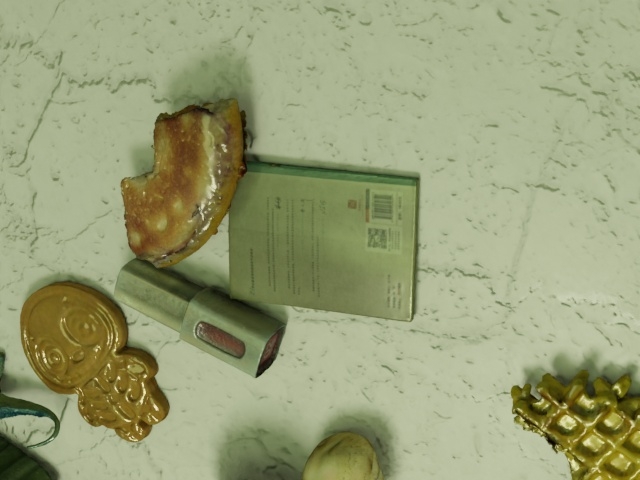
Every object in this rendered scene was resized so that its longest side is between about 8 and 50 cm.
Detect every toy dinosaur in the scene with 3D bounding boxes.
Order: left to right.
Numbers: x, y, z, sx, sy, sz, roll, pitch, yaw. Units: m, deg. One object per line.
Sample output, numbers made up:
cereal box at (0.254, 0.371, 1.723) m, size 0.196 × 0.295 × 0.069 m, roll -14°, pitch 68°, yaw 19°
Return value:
toy dinosaur at (-0.575, 0.249, 2.041) m, size 0.363 × 0.076 × 0.147 m, roll 1°, pitch 103°, yaw 27°

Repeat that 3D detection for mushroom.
mushroom at (0.034, 0.348, 1.788) m, size 0.148 × 0.112 × 0.148 m, roll 174°, pitch 90°, yaw -68°

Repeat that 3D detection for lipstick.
lipstick at (-0.179, 0.106, 1.819) m, size 0.253 × 0.077 × 0.079 m, roll 27°, pitch 117°, yaw 15°

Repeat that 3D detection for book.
book at (0.000, 0.000, 1.732) m, size 0.283 × 0.025 × 0.215 m, roll 9°, pitch 109°, yaw 21°

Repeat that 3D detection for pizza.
pizza at (-0.187, -0.084, 1.750) m, size 0.161 × 0.085 × 0.305 m, roll 45°, pitch 126°, yaw 20°

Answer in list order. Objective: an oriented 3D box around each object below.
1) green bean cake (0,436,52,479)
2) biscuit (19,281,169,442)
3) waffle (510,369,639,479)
green bean cake at (-0.560, 0.454, 2.088) m, size 0.222 × 0.125 × 0.227 m, roll 28°, pitch 122°, yaw 14°
biscuit at (-0.360, 0.193, 1.952) m, size 0.202 × 0.044 × 0.288 m, roll -38°, pitch 88°, yaw 29°
waffle at (0.376, 0.315, 1.643) m, size 0.260 × 0.069 × 0.293 m, roll -2°, pitch 108°, yaw 18°
